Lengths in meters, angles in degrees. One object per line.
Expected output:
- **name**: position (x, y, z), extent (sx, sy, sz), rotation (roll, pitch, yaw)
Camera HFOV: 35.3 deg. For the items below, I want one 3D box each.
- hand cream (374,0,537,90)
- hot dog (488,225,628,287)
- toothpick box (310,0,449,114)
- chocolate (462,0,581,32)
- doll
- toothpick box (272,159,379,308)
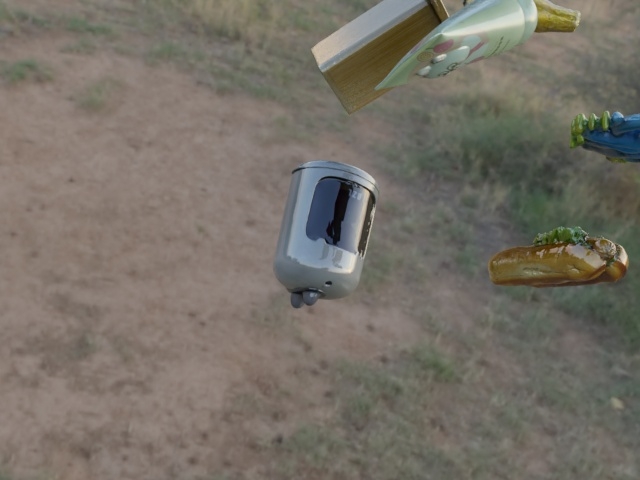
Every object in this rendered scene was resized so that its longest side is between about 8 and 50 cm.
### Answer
- **hand cream**: position (0.210, -0.302, 1.484), extent (0.305, 0.147, 0.093), rotation (-29, 85, -40)
- **hot dog**: position (0.438, 0.033, 1.853), extent (0.135, 0.100, 0.337), rotation (5, -7, -23)
- **toothpick box**: position (0.149, -0.448, 2.319), extent (0.190, 0.308, 0.187), rotation (54, 9, -33)
- **chocolate**: position (0.385, -0.440, 1.919), extent (0.219, 0.086, 0.085), rotation (13, 24, 12)
- **doll**: position (0.586, -0.192, 1.751), extent (0.346, 0.099, 0.341), rotation (11, -5, -33)
- **toothpick box**: position (0.000, 0.000, 2.290), extent (0.228, 0.317, 0.229), rotation (12, -19, 4)
